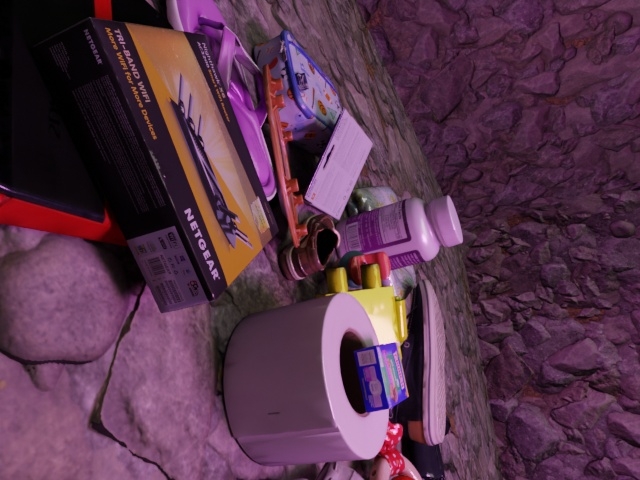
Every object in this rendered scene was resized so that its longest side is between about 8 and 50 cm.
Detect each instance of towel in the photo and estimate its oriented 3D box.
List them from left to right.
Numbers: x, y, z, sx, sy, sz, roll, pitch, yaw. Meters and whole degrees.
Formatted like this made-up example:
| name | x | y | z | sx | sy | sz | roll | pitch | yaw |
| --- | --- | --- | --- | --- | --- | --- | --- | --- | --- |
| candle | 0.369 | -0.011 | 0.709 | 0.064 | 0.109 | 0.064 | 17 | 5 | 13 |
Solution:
| name | x | y | z | sx | sy | sz | roll | pitch | yaw |
| --- | --- | --- | --- | --- | --- | --- | --- | --- | --- |
| towel | 0.208 | 0.008 | 1.453 | 0.320 | 0.090 | 0.375 | -19 | 92 | -67 |

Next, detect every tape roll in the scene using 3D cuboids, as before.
| name | x | y | z | sx | sy | sz | roll | pitch | yaw |
| --- | --- | --- | --- | --- | --- | --- | --- | --- | --- |
| tape roll | -0.013 | 0.219 | 0.722 | 0.246 | 0.169 | 0.246 | 44 | 38 | -48 |

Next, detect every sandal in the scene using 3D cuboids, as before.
| name | x | y | z | sx | sy | sz | roll | pitch | yaw |
| --- | --- | --- | --- | --- | --- | --- | --- | --- | --- |
| sandal | -0.146 | -0.274 | 0.828 | 0.169 | 0.102 | 0.417 | -41 | 115 | -65 |

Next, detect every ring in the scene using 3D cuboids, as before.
| name | x | y | z | sx | sy | sz | roll | pitch | yaw |
| --- | --- | --- | --- | --- | --- | --- | --- | --- | --- |
| ring | -0.062 | -0.154 | 0.856 | 0.336 | 0.032 | 0.337 | 170 | -90 | -90 |

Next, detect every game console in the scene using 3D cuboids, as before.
| name | x | y | z | sx | sy | sz | roll | pitch | yaw |
| --- | --- | --- | --- | --- | --- | --- | --- | --- | --- |
| game console | -0.284 | -0.188 | 0.546 | 0.342 | 0.060 | 0.387 | 27 | 52 | -67 |

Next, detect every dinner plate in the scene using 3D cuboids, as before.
| name | x | y | z | sx | sy | sz | roll | pitch | yaw |
| --- | --- | --- | --- | --- | --- | --- | --- | --- | --- |
| dinner plate | -0.077 | -0.101 | 0.933 | 0.141 | 0.017 | 0.141 | 171 | -90 | -89 |

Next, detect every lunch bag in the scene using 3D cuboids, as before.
| name | x | y | z | sx | sy | sz | roll | pitch | yaw |
| --- | --- | --- | --- | --- | --- | --- | --- | --- | --- |
| lunch bag | -0.041 | -0.353 | 1.111 | 0.303 | 0.114 | 0.243 | 27 | 49 | -61 |

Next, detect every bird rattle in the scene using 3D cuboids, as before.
| name | x | y | z | sx | sy | sz | roll | pitch | yaw |
| --- | --- | --- | --- | --- | --- | --- | --- | --- | --- |
| bird rattle | 0.143 | 0.502 | 0.927 | 0.207 | 0.143 | 0.253 | 47 | 20 | -14 |

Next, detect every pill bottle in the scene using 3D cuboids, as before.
| name | x | y | z | sx | sy | sz | roll | pitch | yaw |
| --- | --- | --- | --- | --- | --- | --- | --- | --- | --- |
| pill bottle | 0.203 | -0.014 | 1.185 | 0.169 | 0.301 | 0.169 | 45 | 36 | -48 |

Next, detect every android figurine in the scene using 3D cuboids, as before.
| name | x | y | z | sx | sy | sz | roll | pitch | yaw |
| --- | --- | --- | --- | --- | --- | --- | --- | --- | --- |
| android figurine | 0.079 | 0.186 | 0.933 | 0.248 | 0.056 | 0.273 | -6 | 88 | -28 |

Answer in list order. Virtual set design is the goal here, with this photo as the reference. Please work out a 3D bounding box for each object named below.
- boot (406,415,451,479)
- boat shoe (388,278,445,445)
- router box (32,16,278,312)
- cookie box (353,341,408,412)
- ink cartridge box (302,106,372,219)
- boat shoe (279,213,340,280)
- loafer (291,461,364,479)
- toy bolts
| name | x | y | z | sx | sy | sz | roll | pitch | yaw |
| --- | --- | --- | --- | --- | --- | --- | --- | --- | --- |
| boot | 0.309 | 0.591 | 1.283 | 0.246 | 0.094 | 0.207 | 40 | 36 | -42 |
| boat shoe | 0.265 | 0.313 | 1.281 | 0.500 | 0.155 | 0.187 | -76 | 148 | -42 |
| router box | -0.173 | -0.102 | 0.583 | 0.243 | 0.080 | 0.309 | -59 | 132 | -66 |
| cookie box | 0.097 | 0.209 | 0.708 | 0.107 | 0.040 | 0.092 | 18 | 58 | -63 |
| ink cartridge box | 0.033 | -0.177 | 1.083 | 0.223 | 0.045 | 0.224 | -66 | 156 | -1 |
| boat shoe | 0.003 | 0.007 | 0.988 | 0.095 | 0.095 | 0.257 | 65 | 25 | -19 |
| loafer | -0.028 | 0.415 | 0.666 | 0.111 | 0.112 | 0.319 | 43 | 14 | 24 |
| toy bolts | 0.063 | 0.139 | 1.055 | 0.218 | 0.158 | 0.229 | -3 | 87 | -25 |
